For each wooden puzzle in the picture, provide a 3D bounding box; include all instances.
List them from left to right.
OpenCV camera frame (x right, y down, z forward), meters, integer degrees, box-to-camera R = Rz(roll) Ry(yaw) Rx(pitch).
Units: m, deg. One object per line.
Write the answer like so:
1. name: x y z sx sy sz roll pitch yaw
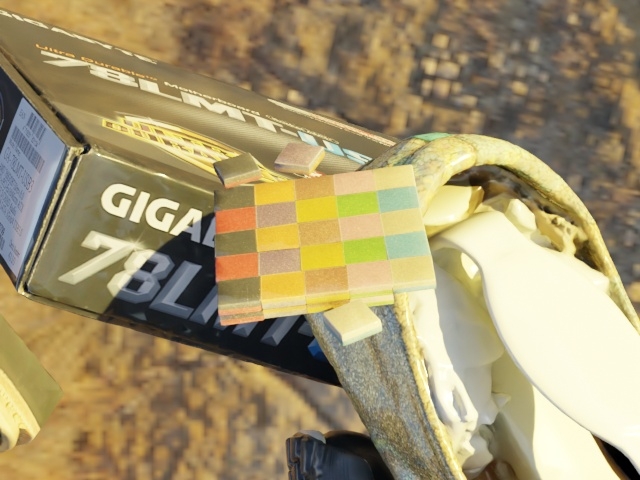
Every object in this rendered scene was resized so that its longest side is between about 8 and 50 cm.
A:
1. wooden puzzle: 0.000 0.000 0.447 0.083 0.049 0.006 -96 -2 -56

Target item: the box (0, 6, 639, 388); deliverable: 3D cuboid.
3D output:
1. box: -0.030 -0.016 0.902 0.073 0.295 0.293 -66 27 12

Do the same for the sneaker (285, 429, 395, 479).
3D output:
1. sneaker: 0.062 0.146 0.824 0.124 0.283 0.107 -13 61 2

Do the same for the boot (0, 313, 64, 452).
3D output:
1. boot: -0.153 0.056 0.334 0.198 0.077 0.137 2 50 31

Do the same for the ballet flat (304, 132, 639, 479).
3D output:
1. ballet flat: 0.107 0.115 0.651 0.123 0.123 0.348 -35 80 32
